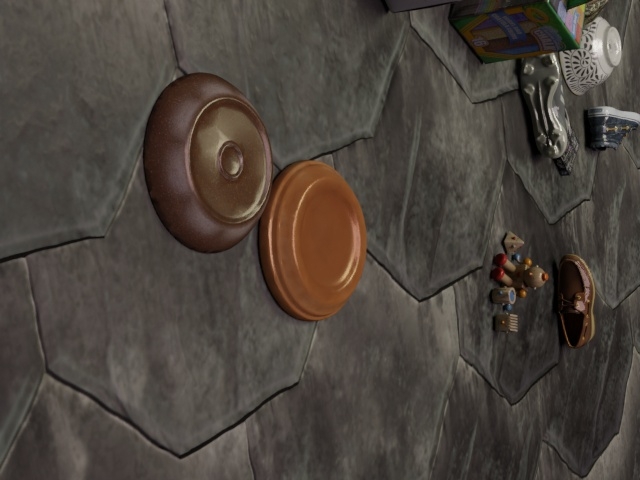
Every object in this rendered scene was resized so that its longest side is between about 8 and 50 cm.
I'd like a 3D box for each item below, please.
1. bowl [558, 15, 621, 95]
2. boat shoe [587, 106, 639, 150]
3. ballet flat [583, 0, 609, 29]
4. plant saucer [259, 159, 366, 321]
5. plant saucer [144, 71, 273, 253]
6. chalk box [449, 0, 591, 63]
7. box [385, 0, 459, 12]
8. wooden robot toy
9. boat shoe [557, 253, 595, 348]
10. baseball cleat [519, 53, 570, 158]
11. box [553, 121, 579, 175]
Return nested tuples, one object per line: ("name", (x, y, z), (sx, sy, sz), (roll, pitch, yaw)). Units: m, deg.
("bowl", (0.525, -0.366, 1.971), (0.170, 0.080, 0.170), (1, 88, -54))
("boat shoe", (0.590, -0.218, 2.075), (0.183, 0.065, 0.083), (1, 90, -48))
("ballet flat", (0.470, -0.490, 1.859), (0.182, 0.164, 0.482), (88, 23, -50))
("plant saucer", (0.000, 0.000, 1.263), (0.200, 0.037, 0.199), (2, 87, -54))
("plant saucer", (-0.108, -0.085, 1.118), (0.199, 0.036, 0.198), (1, 88, -54))
("chalk box", (0.330, -0.373, 1.585), (0.132, 0.213, 0.132), (37, 59, -47))
("box", (0.143, -0.485, 1.409), (0.231, 0.127, 0.262), (57, 47, -34))
("wooden robot toy", (0.329, 0.065, 1.680), (0.076, 0.079, 0.173), (37, 59, -47))
("boat shoe", (0.464, 0.114, 1.878), (0.060, 0.064, 0.177), (-32, 116, -52))
("baseball cleat", (0.396, -0.249, 1.813), (0.109, 0.072, 0.205), (-43, 128, -63))
("box", (0.456, -0.173, 1.918), (0.067, 0.018, 0.083), (52, 49, -39))
